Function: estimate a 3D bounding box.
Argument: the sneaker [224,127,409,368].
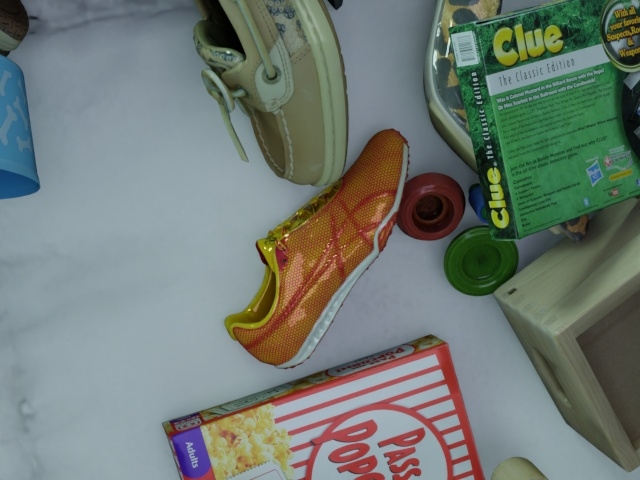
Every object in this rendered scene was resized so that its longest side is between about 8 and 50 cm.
[{"bbox_3d":[0.000,0.000,1.064,0.067,0.064,0.175,32,88,-16],"label":"sneaker"}]

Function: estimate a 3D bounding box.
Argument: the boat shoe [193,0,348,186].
[{"bbox_3d":[-0.058,-0.152,0.996,0.089,0.104,0.285,-26,116,-16],"label":"boat shoe"}]

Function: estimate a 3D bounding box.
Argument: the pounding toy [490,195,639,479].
[{"bbox_3d":[0.186,0.098,1.099,0.206,0.094,0.181,-36,118,-8],"label":"pounding toy"}]

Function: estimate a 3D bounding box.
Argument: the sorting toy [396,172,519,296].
[{"bbox_3d":[0.092,-0.013,1.100,0.061,0.042,0.102,-40,114,10],"label":"sorting toy"}]

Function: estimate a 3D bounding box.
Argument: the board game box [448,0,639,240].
[{"bbox_3d":[0.196,-0.097,1.061,0.260,0.030,0.136,-17,101,-36],"label":"board game box"}]

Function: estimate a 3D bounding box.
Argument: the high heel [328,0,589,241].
[{"bbox_3d":[0.138,-0.143,1.064,0.186,0.093,0.261,-40,94,-1],"label":"high heel"}]

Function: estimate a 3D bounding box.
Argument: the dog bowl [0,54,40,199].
[{"bbox_3d":[-0.304,-0.079,0.935,0.297,0.166,0.074,8,81,-24],"label":"dog bowl"}]

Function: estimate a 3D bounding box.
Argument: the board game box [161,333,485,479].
[{"bbox_3d":[0.009,0.162,1.091,0.193,0.045,0.146,-18,99,-10],"label":"board game box"}]

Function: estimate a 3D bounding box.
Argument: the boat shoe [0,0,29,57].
[{"bbox_3d":[-0.301,-0.173,0.983,0.257,0.095,0.095,34,110,-13],"label":"boat shoe"}]
